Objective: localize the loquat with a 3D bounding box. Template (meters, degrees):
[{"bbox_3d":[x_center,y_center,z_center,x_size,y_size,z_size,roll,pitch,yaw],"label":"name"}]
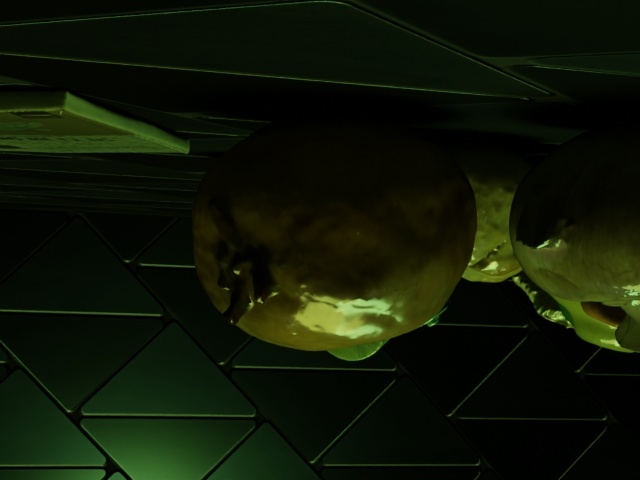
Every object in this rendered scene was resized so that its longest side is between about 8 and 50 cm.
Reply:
[{"bbox_3d":[0.010,-0.008,1.032,0.238,0.193,0.238,-10,-176,1],"label":"loquat"}]

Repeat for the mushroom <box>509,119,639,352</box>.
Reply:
[{"bbox_3d":[0.262,-0.007,0.984,0.255,0.184,0.255,-2,-168,0],"label":"mushroom"}]

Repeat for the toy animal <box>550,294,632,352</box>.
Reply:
[{"bbox_3d":[0.358,0.021,1.543,0.191,0.216,0.338,29,178,14],"label":"toy animal"}]

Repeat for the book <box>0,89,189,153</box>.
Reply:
[{"bbox_3d":[-0.263,-0.101,1.122,0.217,0.021,0.310,2,179,12],"label":"book"}]

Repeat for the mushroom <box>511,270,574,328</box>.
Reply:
[{"bbox_3d":[0.388,0.007,1.784,0.233,0.208,0.302,-38,170,-7],"label":"mushroom"}]

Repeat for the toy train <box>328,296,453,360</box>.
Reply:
[{"bbox_3d":[0.110,0.034,1.637,0.189,0.126,0.307,-23,-171,39],"label":"toy train"}]

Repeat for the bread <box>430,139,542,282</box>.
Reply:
[{"bbox_3d":[0.120,-0.027,1.232,0.244,0.134,0.244,5,178,0],"label":"bread"}]

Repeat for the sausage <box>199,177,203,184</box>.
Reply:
[{"bbox_3d":[-0.039,-0.027,1.519,0.105,0.105,0.274,1,168,35],"label":"sausage"}]
